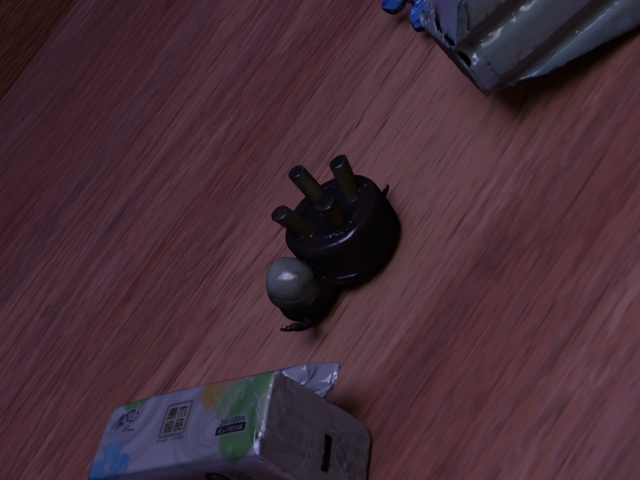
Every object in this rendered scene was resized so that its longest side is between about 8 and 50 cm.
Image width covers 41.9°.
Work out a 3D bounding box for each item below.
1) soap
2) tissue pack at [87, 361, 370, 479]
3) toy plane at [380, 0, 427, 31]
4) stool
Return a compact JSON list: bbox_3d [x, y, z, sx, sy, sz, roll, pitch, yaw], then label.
[{"bbox_3d":[0.285,-0.360,0.850,0.446,0.261,0.156,-42,38,12],"label":"soap"},{"bbox_3d":[-0.084,0.193,0.838,0.230,0.159,0.145,-19,47,34],"label":"tissue pack"},{"bbox_3d":[0.189,-0.392,1.128,0.246,0.078,0.169,-41,38,1],"label":"toy plane"},{"bbox_3d":[0.000,0.000,0.954,0.217,0.121,0.125,-52,39,-11],"label":"stool"}]
